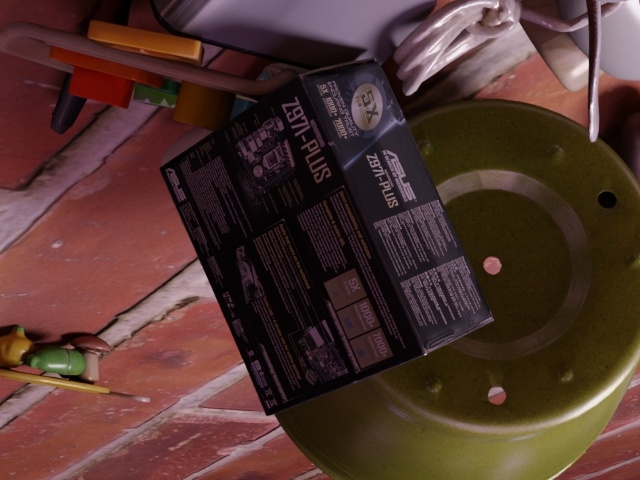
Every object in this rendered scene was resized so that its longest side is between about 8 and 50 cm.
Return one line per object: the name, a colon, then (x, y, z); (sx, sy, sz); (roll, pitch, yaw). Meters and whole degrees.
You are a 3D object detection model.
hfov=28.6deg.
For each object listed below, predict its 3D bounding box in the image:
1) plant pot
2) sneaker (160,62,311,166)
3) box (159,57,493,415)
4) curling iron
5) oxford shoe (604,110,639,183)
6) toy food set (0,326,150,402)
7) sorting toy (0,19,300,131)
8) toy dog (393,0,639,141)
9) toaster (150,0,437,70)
plant pot: (0.119, 0.045, 1.025); (0.366, 0.366, 0.353); (-8, 171, -3)
sneaker: (-0.049, -0.111, 1.088); (0.212, 0.080, 0.094); (-22, 149, 5)
box: (0.000, 0.000, 0.790); (0.147, 0.180, 0.077); (-29, 174, 43)
curling iron: (-0.177, -0.161, 0.955); (0.068, 0.035, 0.274); (-19, 163, -28)
oxford shoe: (0.304, -0.055, 1.307); (0.098, 0.097, 0.271); (-4, 157, 4)
toy food set: (-0.328, 0.149, 1.581); (0.218, 0.071, 0.128); (18, 169, -42)
sorting toy: (-0.102, -0.103, 0.864); (0.196, 0.047, 0.347); (11, -177, 9)
toy dog: (0.217, -0.142, 0.832); (0.220, 0.161, 0.333); (-41, 175, 35)
toaster: (-0.030, -0.203, 0.765); (0.185, 0.168, 0.110); (9, 148, -37)
